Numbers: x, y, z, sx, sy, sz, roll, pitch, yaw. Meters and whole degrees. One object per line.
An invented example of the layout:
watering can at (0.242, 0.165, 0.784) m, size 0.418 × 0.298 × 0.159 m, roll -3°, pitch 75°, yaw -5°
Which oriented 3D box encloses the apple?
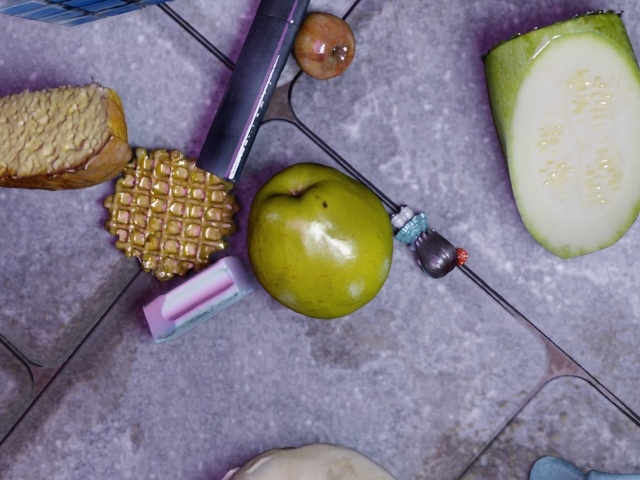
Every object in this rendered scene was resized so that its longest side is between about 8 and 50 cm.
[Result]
apple at (0.003, -0.248, 1.720) m, size 0.071 × 0.084 × 0.084 m, roll 29°, pitch 101°, yaw 50°

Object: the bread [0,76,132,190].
bread at (-0.339, -0.128, 1.779) m, size 0.260 × 0.134 × 0.129 m, roll -1°, pitch 77°, yaw 28°

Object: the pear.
pear at (0.001, -0.001, 1.675) m, size 0.198 × 0.198 × 0.198 m, roll 1°, pitch 92°, yaw 14°

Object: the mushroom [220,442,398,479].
mushroom at (-0.015, 0.429, 1.647) m, size 0.315 × 0.356 × 0.315 m, roll 0°, pitch 128°, yaw 0°

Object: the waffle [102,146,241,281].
waffle at (-0.198, -0.035, 1.797) m, size 0.191 × 0.038 × 0.191 m, roll 0°, pitch 92°, yaw 14°

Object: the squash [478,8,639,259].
squash at (0.306, -0.120, 1.596) m, size 0.189 × 0.189 × 0.261 m, roll -16°, pitch 84°, yaw 14°

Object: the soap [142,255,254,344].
soap at (-0.162, 0.078, 1.761) m, size 0.149 × 0.100 × 0.056 m, roll -30°, pitch 83°, yaw 14°

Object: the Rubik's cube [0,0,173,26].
Rubik's cube at (-0.280, -0.424, 1.688) m, size 0.258 × 0.256 × 0.253 m, roll -14°, pitch 91°, yaw 15°

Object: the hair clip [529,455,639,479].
hair clip at (0.391, 0.402, 1.574) m, size 0.392 × 0.238 × 0.318 m, roll -10°, pitch 88°, yaw 14°

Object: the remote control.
remote control at (-0.062, -0.257, 1.711) m, size 0.044 × 0.107 × 0.378 m, roll 21°, pitch 91°, yaw -32°

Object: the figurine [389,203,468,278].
figurine at (0.135, 0.000, 1.717) m, size 0.060 × 0.047 × 0.106 m, roll -34°, pitch 74°, yaw -23°
